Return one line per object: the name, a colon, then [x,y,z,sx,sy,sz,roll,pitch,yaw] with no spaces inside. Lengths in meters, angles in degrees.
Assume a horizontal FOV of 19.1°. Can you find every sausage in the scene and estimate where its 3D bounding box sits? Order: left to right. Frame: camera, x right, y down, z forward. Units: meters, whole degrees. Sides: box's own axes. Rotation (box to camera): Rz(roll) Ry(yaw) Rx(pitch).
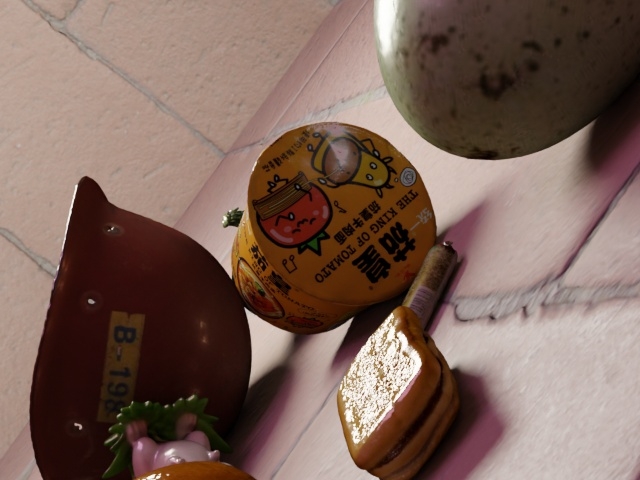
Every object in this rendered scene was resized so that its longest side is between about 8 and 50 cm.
sausage: [0.081,0.095,1.877,0.033,0.033,0.269,-38,18,52]

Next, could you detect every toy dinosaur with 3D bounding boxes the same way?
toy dinosaur: [-0.139,0.266,2.109,0.194,0.152,0.177,-55,46,35]

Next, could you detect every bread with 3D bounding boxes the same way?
bread: [0.070,0.137,1.672,0.116,0.077,0.200,-49,13,8]

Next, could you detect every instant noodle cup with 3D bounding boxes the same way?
instant noodle cup: [0.000,0.000,2.103,0.216,0.215,0.172,-58,3,-29]

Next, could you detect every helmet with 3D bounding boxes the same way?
helmet: [-0.196,0.129,2.296,0.337,0.230,0.385,10,-92,-83]

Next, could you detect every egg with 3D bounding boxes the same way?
egg: [0.198,-0.251,1.838,0.379,0.287,0.287,-59,12,-10]

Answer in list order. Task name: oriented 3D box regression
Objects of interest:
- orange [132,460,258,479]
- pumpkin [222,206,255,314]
orange: [-0.112,0.287,1.650,0.206,0.206,0.206,-50,11,13]
pumpkin: [-0.033,0.008,2.363,0.194,0.150,0.194,-32,-17,-11]
